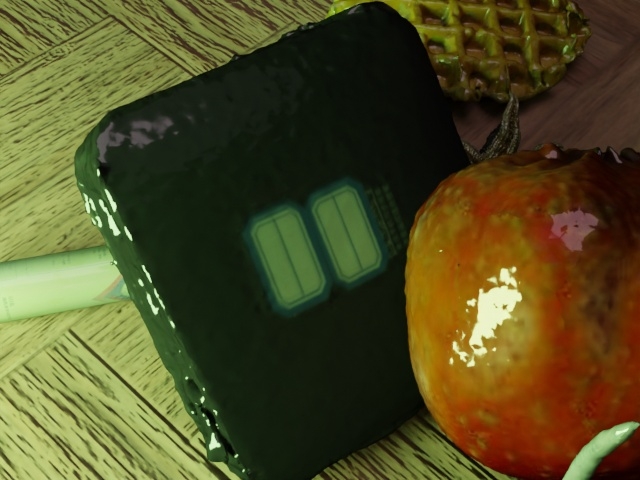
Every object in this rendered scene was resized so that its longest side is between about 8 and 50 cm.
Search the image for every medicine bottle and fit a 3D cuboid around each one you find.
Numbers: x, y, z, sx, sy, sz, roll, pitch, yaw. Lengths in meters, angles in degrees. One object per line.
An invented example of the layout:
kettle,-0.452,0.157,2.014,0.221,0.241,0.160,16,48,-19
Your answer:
medicine bottle,-0.206,0.032,0.887,0.230,0.059,0.059,-10,54,-12

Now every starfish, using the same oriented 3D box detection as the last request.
starfish,0.177,-0.081,1.012,0.176,0.053,0.208,31,57,5

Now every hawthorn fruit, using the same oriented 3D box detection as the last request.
hawthorn fruit,0.207,0.085,0.739,0.287,0.330,0.287,4,14,-1

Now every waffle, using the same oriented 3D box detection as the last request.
waffle,0.176,-0.290,1.168,0.325,0.068,0.302,40,59,21

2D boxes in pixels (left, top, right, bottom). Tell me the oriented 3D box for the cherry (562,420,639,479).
cherry,0.165,0.311,0.568,0.326,0.291,0.335,21,66,-11

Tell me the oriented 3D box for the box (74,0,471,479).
box,0.000,0.000,0.808,0.350,0.091,0.359,-29,101,-27
